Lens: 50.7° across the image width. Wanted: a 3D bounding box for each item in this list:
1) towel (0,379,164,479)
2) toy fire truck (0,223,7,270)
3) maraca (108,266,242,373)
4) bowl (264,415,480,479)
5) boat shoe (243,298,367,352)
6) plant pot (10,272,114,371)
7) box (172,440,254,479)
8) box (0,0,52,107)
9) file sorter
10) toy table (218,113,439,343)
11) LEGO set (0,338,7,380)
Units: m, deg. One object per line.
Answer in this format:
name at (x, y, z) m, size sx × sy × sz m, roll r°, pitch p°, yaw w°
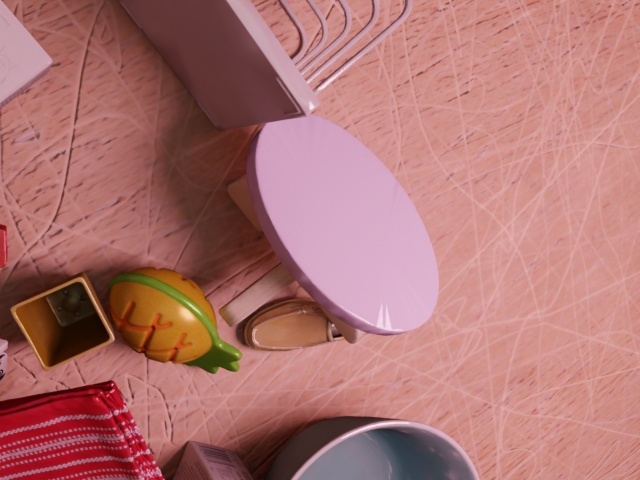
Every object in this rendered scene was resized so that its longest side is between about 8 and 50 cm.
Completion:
towel at (-0.257, 0.263, 0.697) m, size 0.199 × 0.031 × 0.274 m, roll -12°, pitch 119°, yaw 8°
toy fire truck at (-0.419, 0.066, 0.720) m, size 0.135 × 0.047 × 0.192 m, roll 12°, pitch 93°, yaw -25°
maraca at (-0.171, 0.101, 0.798) m, size 0.185 × 0.127 × 0.099 m, roll 49°, pitch 50°, yaw -28°
bowl at (0.042, 0.359, 0.894) m, size 0.312 × 0.163 × 0.311 m, roll -4°, pitch 99°, yaw -23°
boat shoe at (-0.004, 0.110, 0.889) m, size 0.190 × 0.072 × 0.068 m, roll -11°, pitch 102°, yaw -21°
plant pot at (-0.283, 0.082, 0.758) m, size 0.081 × 0.083 × 0.081 m, roll -24°, pitch 105°, yaw -8°
box at (-0.142, 0.341, 0.834) m, size 0.072 × 0.126 × 0.137 m, roll 23°, pitch 88°, yaw -25°
box at (-0.382, -0.177, 0.679) m, size 0.170 × 0.091 × 0.130 m, roll -42°, pitch 111°, yaw -13°
file sorter at (-0.064, -0.249, 0.705) m, size 0.173 × 0.278 × 0.192 m, roll -43°, pitch 111°, yaw -14°
toy table at (0.000, 0.000, 0.796) m, size 0.252 × 0.161 × 0.274 m, roll -26°, pitch 86°, yaw -33°
LEGO set at (-0.377, 0.177, 0.733) m, size 0.087 × 0.093 × 0.227 m, roll 21°, pitch 120°, yaw 9°
